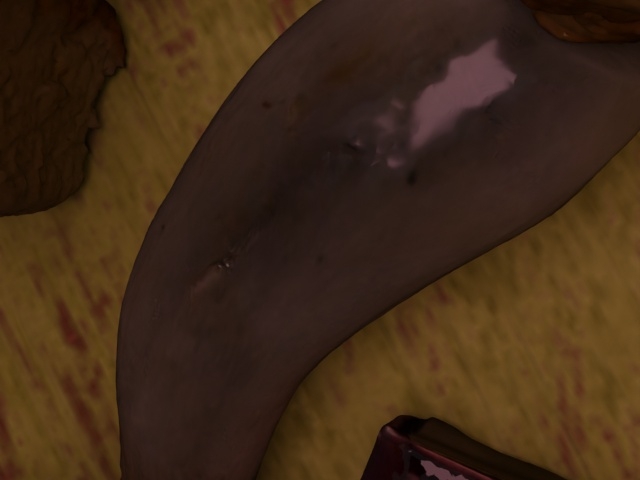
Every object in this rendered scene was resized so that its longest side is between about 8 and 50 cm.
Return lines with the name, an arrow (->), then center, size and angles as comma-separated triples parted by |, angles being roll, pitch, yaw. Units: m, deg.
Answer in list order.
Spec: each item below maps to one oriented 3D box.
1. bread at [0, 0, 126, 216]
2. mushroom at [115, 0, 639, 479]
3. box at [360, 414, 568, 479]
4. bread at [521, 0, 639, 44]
bread -> -0.233, -0.079, 0.533 | 0.274, 0.185, 0.114 | 12, 96, 14
mushroom -> 0.000, 0.000, 0.524 | 0.118, 0.103, 0.270 | 42, 106, 0
box -> 0.034, 0.186, 0.527 | 0.120, 0.069, 0.224 | 25, 94, 13
bread -> 0.156, -0.209, 0.418 | 0.195, 0.149, 0.344 | 11, 76, 6
